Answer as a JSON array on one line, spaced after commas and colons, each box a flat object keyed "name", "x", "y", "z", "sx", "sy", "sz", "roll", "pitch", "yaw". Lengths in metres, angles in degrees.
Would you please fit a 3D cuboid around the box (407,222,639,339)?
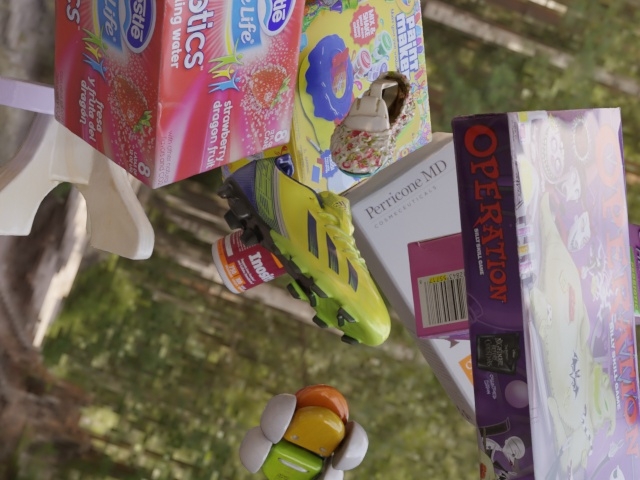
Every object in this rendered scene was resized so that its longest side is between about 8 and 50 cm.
[{"name": "box", "x": 0.261, "y": 0.050, "z": 1.646, "sx": 0.213, "sy": 0.243, "sz": 0.117, "roll": -13, "pitch": -102, "yaw": 36}]

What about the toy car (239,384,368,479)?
[{"name": "toy car", "x": -0.022, "y": 0.285, "z": 2.046, "sx": 0.182, "sy": 0.159, "sz": 0.136, "roll": -57, "pitch": -167, "yaw": 37}]

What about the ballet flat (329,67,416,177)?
[{"name": "ballet flat", "x": 0.065, "y": -0.157, "z": 1.753, "sx": 0.241, "sy": 0.091, "sz": 0.077, "roll": -62, "pitch": 157, "yaw": -62}]

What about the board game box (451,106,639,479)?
[{"name": "board game box", "x": 0.171, "y": 0.080, "z": 0.985, "sx": 0.208, "sy": 0.056, "sz": 0.347, "roll": -12, "pitch": 98, "yaw": -61}]

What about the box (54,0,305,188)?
[{"name": "box", "x": -0.091, "y": -0.182, "z": 0.918, "sx": 0.128, "sy": 0.122, "sz": 0.257, "roll": -22, "pitch": 132, "yaw": -39}]

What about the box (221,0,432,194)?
[{"name": "box", "x": -0.004, "y": -0.240, "z": 1.979, "sx": 0.279, "sy": 0.177, "sz": 0.290, "roll": -31, "pitch": 126, "yaw": -35}]

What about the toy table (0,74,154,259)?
[{"name": "toy table", "x": -0.275, "y": -0.084, "z": 1.499, "sx": 0.252, "sy": 0.274, "sz": 0.161, "roll": 17, "pitch": -82, "yaw": 43}]

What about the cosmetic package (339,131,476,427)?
[{"name": "cosmetic package", "x": 0.237, "y": 0.070, "z": 2.284, "sx": 0.230, "sy": 0.453, "sz": 0.161, "roll": -34, "pitch": -170, "yaw": -7}]

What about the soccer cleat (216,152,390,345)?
[{"name": "soccer cleat", "x": 0.000, "y": -0.001, "z": 1.495, "sx": 0.121, "sy": 0.289, "sz": 0.093, "roll": -31, "pitch": 141, "yaw": -16}]

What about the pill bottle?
[{"name": "pill bottle", "x": -0.074, "y": 0.012, "z": 2.004, "sx": 0.152, "sy": 0.086, "sz": 0.086, "roll": -24, "pitch": -163, "yaw": 12}]
